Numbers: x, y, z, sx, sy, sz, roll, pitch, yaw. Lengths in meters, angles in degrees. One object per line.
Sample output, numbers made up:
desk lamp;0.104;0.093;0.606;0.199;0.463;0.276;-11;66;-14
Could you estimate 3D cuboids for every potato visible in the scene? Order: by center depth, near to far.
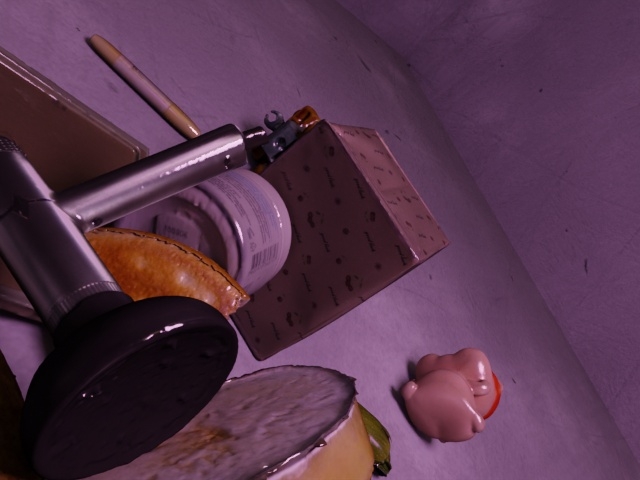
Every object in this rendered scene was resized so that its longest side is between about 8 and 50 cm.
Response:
potato;-0.078;0.253;0.478;0.300;0.247;0.196;-10;91;-40

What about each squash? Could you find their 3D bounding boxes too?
squash;0.010;0.255;0.756;0.318;0.080;0.071;38;-6;-29

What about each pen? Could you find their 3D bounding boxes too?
pen;-0.298;-0.262;0.898;0.233;0.032;0.040;45;6;-16

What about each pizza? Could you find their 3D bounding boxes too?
pizza;-0.199;0.084;0.539;0.201;0.193;0.053;27;-11;-4

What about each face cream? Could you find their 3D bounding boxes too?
face cream;-0.142;-0.001;0.643;0.177;0.177;0.153;55;21;1

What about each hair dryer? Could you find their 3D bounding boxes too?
hair dryer;-0.144;-0.022;0.445;0.320;0.284;0.155;53;-13;29

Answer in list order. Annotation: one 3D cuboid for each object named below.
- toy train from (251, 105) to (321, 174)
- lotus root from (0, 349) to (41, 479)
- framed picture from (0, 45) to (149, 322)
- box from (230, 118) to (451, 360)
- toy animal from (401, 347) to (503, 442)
toy train;0.002;-0.106;1.056;0.369;0.163;0.232;59;20;10
lotus root;-0.295;0.120;0.361;0.260;0.145;0.128;59;-7;5
framed picture;-0.365;-0.097;0.531;0.446;0.028;0.326;38;33;-46
box;0.000;0.000;0.777;0.225;0.297;0.190;58;28;7
toy animal;0.259;0.294;1.001;0.198;0.171;0.171;-14;71;-58
